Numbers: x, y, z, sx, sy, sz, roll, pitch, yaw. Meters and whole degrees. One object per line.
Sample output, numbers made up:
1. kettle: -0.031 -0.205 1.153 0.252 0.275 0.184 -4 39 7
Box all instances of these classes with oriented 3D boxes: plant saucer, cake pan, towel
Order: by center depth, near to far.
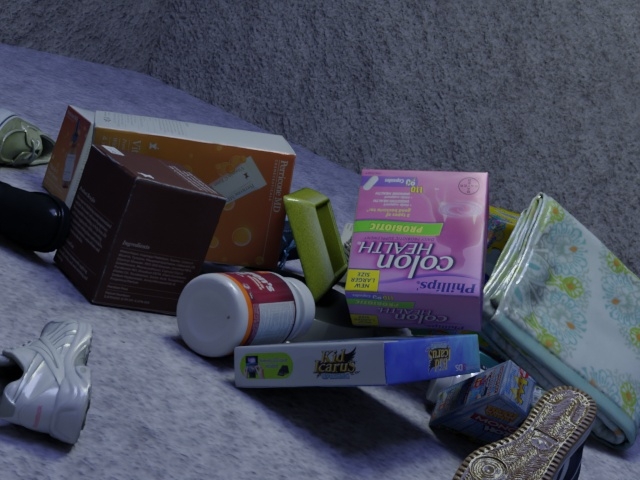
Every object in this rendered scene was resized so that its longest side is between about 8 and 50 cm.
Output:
1. cake pan: -0.032 0.119 1.926 0.293 0.054 0.293 20 12 -4
2. plant saucer: 0.000 0.000 1.946 0.045 0.188 0.188 -15 4 14
3. towel: 0.452 0.134 1.962 0.374 0.090 0.320 42 53 -11

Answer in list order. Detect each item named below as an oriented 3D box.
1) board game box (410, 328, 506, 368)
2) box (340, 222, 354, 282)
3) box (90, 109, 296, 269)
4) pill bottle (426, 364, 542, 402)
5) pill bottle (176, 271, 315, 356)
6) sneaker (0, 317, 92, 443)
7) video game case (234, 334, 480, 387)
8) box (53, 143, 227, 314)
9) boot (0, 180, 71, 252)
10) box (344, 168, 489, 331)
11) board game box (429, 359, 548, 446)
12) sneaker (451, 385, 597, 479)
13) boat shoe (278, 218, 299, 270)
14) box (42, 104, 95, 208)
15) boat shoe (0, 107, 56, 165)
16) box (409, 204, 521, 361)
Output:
1. board game box: 0.277 0.212 1.952 0.210 0.047 0.160 30 4 -40
2. box: 0.177 0.036 2.312 0.275 0.094 0.113 4 27 7
3. box: -0.237 -0.089 1.972 0.345 0.215 0.168 7 15 -12
4. pill bottle: 0.255 0.245 1.753 0.169 0.094 0.094 21 11 0
5. pill bottle: -0.105 0.107 1.679 0.121 0.121 0.221 27 13 27
6. sneaker: -0.316 0.138 1.250 0.115 0.090 0.232 14 12 -17
7. video game case: 0.056 0.167 1.576 0.244 0.061 0.269 -5 -5 34
8. box: -0.280 -0.015 1.725 0.167 0.203 0.168 13 15 -38
9. boot: -0.532 -0.056 1.722 0.246 0.094 0.207 22 6 39
10. box: 0.163 0.013 1.838 0.213 0.243 0.117 3 -32 11
11. board game box: 0.277 0.246 1.608 0.194 0.060 0.194 21 -28 -1
12. sneaker: 0.259 0.320 1.462 0.099 0.153 0.282 31 45 30
13. boat shoe: -0.107 0.020 2.191 0.258 0.109 0.089 -5 31 -30
14. box: -0.447 -0.154 2.143 0.091 0.170 0.130 13 13 -36
15. boat shoe: -0.603 -0.201 2.252 0.094 0.109 0.302 23 9 0
16. box: 0.359 0.094 2.175 0.290 0.279 0.177 14 13 -28
